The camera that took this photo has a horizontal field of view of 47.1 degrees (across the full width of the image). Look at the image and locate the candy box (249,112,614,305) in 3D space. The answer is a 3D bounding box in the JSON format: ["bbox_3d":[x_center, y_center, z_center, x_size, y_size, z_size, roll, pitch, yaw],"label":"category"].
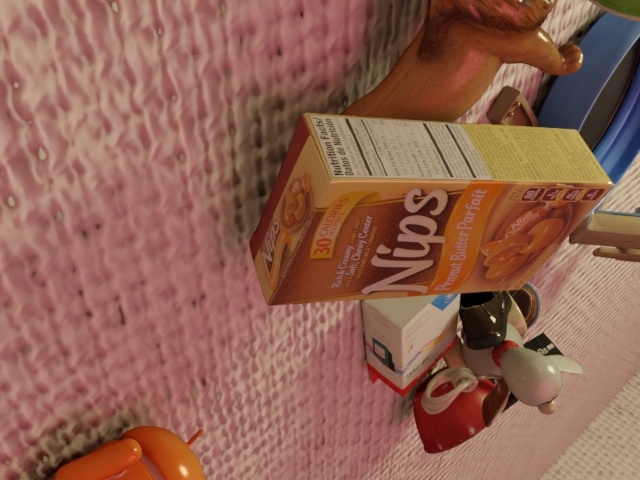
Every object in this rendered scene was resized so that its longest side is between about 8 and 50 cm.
[{"bbox_3d":[0.106,-0.026,0.732,0.316,0.087,0.183,-2,142,-26],"label":"candy box"}]

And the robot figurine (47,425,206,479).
[{"bbox_3d":[-0.206,0.270,0.731,0.219,0.128,0.158,-30,103,-34],"label":"robot figurine"}]

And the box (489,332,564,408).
[{"bbox_3d":[0.417,0.297,1.582,0.147,0.077,0.180,-15,149,-45],"label":"box"}]

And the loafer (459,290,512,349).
[{"bbox_3d":[0.258,0.092,1.165,0.220,0.080,0.078,-65,136,-70],"label":"loafer"}]

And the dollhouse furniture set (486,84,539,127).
[{"bbox_3d":[0.285,-0.101,1.026,0.151,0.123,0.144,-56,148,4],"label":"dollhouse furniture set"}]

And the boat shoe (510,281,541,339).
[{"bbox_3d":[0.386,0.163,1.467,0.066,0.066,0.183,-27,140,-34],"label":"boat shoe"}]

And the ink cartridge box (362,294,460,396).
[{"bbox_3d":[0.138,0.138,1.105,0.134,0.078,0.231,-39,146,-23],"label":"ink cartridge box"}]

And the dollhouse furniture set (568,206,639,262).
[{"bbox_3d":[0.621,-0.134,1.498,0.286,0.198,0.303,69,28,-78],"label":"dollhouse furniture set"}]

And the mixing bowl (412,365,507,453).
[{"bbox_3d":[0.235,0.291,1.330,0.181,0.098,0.181,-35,179,-1],"label":"mixing bowl"}]

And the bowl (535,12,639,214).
[{"bbox_3d":[0.462,-0.207,1.193,0.391,0.077,0.391,-36,145,-31],"label":"bowl"}]

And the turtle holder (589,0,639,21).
[{"bbox_3d":[0.381,-0.400,0.808,0.227,0.243,0.320,-9,89,-69],"label":"turtle holder"}]

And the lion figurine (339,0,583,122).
[{"bbox_3d":[0.111,-0.158,0.735,0.240,0.142,0.392,12,115,-48],"label":"lion figurine"}]

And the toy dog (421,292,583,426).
[{"bbox_3d":[0.298,0.213,1.173,0.220,0.161,0.334,-27,-169,20],"label":"toy dog"}]
